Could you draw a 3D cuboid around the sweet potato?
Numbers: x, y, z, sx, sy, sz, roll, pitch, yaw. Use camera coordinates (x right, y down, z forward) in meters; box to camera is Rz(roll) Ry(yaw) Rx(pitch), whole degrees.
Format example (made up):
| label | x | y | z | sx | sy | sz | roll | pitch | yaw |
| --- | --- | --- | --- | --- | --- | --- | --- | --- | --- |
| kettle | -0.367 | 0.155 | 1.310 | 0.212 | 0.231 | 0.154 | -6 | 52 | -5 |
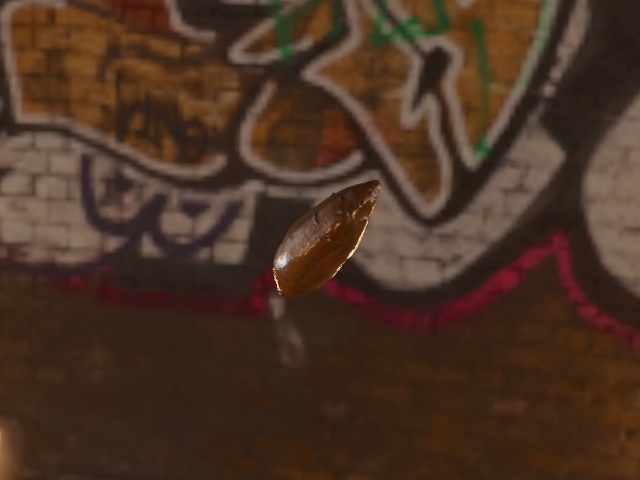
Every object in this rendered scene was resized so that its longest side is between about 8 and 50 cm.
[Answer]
| label | x | y | z | sx | sy | sz | roll | pitch | yaw |
| --- | --- | --- | --- | --- | --- | --- | --- | --- | --- |
| sweet potato | 0.000 | 0.000 | 0.792 | 0.034 | 0.095 | 0.034 | 22 | -140 | -20 |
